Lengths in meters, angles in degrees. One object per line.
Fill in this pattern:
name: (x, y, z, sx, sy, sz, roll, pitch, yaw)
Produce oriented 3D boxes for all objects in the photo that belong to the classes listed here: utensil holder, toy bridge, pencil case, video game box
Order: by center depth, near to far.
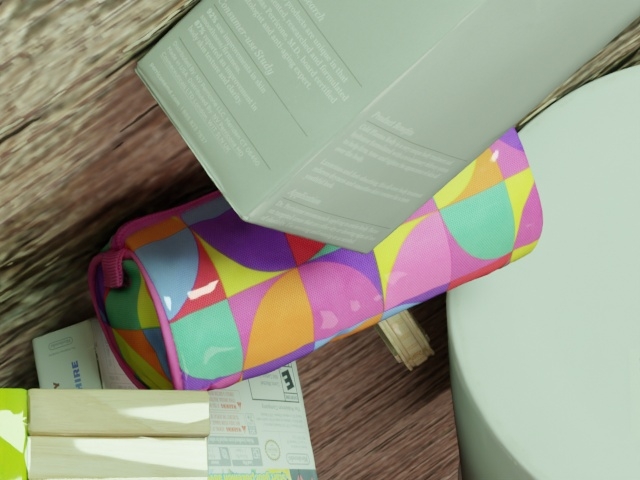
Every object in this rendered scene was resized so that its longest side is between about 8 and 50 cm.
pencil case: (0.000, 0.000, 0.974, 0.236, 0.104, 0.104, -25, 156, -25)
video game box: (-0.066, 0.143, 1.046, 0.048, 0.187, 0.205, -21, 164, 27)
toy bridge: (0.042, 0.045, 1.153, 0.026, 0.063, 0.188, -34, 158, 0)
utensil holder: (0.242, 0.104, 1.219, 0.328, 0.327, 0.385, -31, 154, -8)

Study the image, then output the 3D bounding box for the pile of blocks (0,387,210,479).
pile of blocks: (-0.203, 0.117, 0.817, 0.362, 0.112, 0.149, 11, 160, -39)

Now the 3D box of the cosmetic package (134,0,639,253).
cosmetic package: (0.053, -0.108, 0.826, 0.238, 0.107, 0.127, -43, 156, 14)
